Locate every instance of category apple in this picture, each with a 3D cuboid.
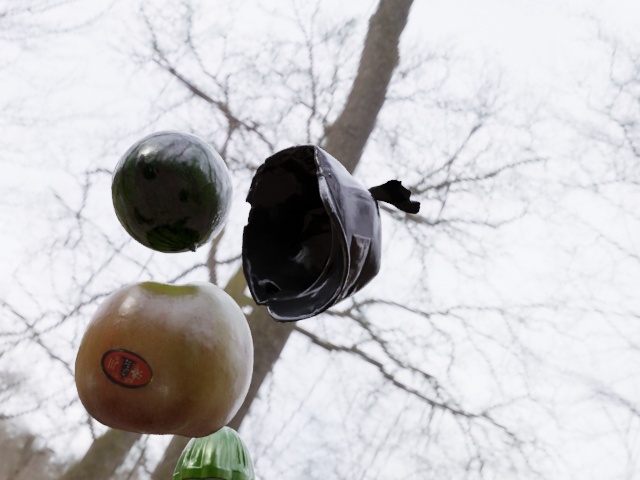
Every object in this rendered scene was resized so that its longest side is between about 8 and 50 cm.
[{"bbox_3d":[-0.298,0.219,2.002,0.339,0.304,0.338,9,-7,1],"label":"apple"}]

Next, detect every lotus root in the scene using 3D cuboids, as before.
[{"bbox_3d":[-0.223,0.467,2.257,0.186,0.186,0.186,21,-30,13],"label":"lotus root"}]

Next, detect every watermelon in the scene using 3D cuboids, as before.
[{"bbox_3d":[-0.289,-0.093,2.025,0.242,0.242,0.242,21,-30,13],"label":"watermelon"}]

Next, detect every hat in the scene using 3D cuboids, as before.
[{"bbox_3d":[0.027,0.015,1.451,0.209,0.238,0.336,19,15,-25],"label":"hat"}]
